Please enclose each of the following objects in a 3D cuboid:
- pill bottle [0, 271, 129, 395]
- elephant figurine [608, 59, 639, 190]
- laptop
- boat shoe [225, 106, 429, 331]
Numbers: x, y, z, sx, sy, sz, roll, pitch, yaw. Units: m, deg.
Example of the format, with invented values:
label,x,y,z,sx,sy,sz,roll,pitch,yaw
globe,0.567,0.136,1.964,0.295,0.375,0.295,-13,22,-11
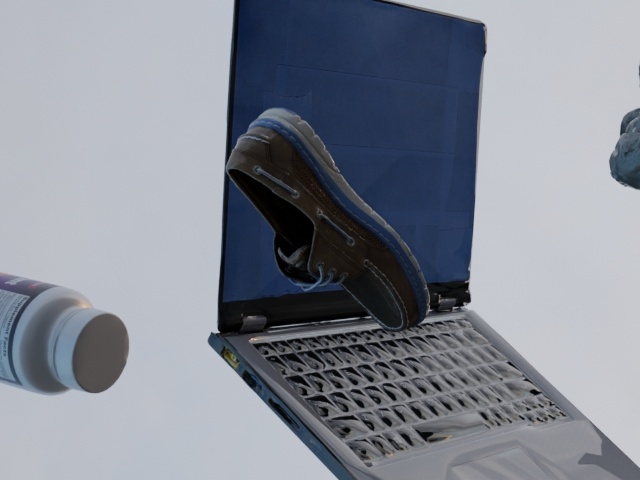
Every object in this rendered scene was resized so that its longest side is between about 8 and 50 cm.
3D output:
label,x,y,z,sx,sy,sz,roll,pitch,yaw
pill bottle,-0.286,0.092,1.471,0.108,0.193,0.108,-21,-64,-52
elephant figurine,0.268,-0.033,0.950,0.239,0.169,0.186,70,-147,-68
laptop,0.117,0.019,1.180,0.382,0.408,0.236,-2,-49,-56
boat shoe,0.000,0.000,1.017,0.183,0.066,0.066,50,-121,-11
